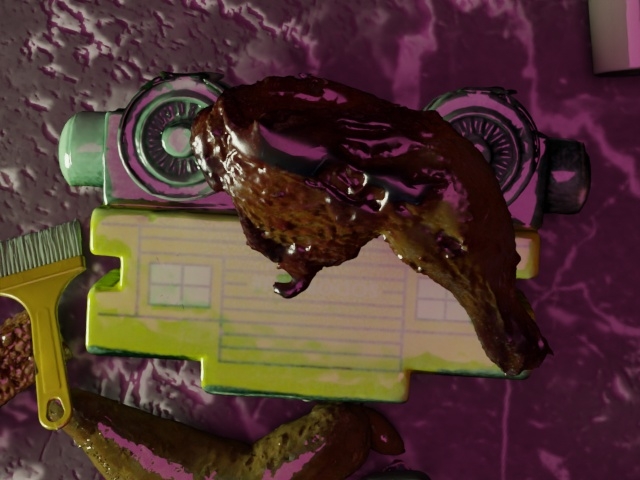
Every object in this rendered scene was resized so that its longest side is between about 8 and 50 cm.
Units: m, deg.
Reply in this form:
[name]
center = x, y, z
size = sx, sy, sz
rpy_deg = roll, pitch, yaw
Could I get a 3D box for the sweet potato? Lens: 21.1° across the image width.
[sweet potato]
center = -0.082, 0.191, 1.471
size = 0.310, 0.098, 0.124
rpy_deg = 4, 96, -2

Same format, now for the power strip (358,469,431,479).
[power strip]
center = 0.067, 0.293, 1.460
size = 0.265, 0.059, 0.193
rpy_deg = -3, 98, -2

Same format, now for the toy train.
[toy train]
center = 0.000, 0.000, 1.436
size = 0.442, 0.179, 0.272
rpy_deg = 3, 96, 2

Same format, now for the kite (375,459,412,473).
[kite]
center = 0.002, 0.322, 1.509
size = 0.285, 0.015, 0.152
rpy_deg = -32, 86, 0

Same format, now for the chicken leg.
[chicken leg]
center = 0.047, -0.015, 1.315
size = 0.323, 0.083, 0.177
rpy_deg = 19, 113, -1

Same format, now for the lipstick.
[lipstick]
center = 0.260, -0.269, 1.467
size = 0.070, 0.070, 0.254
rpy_deg = -3, 89, 3

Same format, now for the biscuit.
[biscuit]
center = -0.310, 0.131, 1.491
size = 0.199, 0.034, 0.064
rpy_deg = -33, 108, -8

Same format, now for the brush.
[brush]
center = -0.234, 0.073, 1.464
size = 0.083, 0.011, 0.205
rpy_deg = -15, 54, 3
